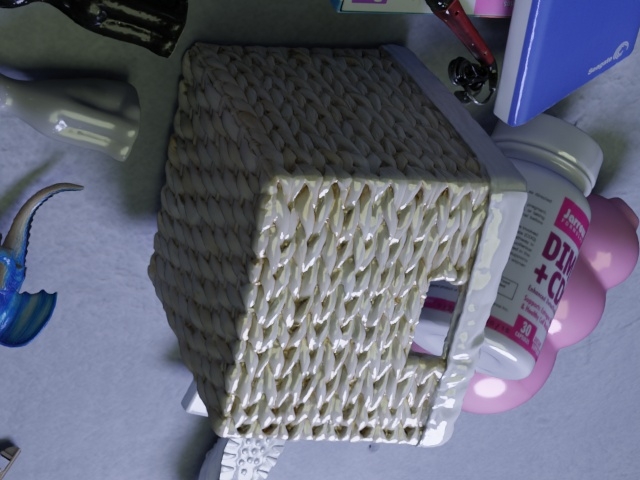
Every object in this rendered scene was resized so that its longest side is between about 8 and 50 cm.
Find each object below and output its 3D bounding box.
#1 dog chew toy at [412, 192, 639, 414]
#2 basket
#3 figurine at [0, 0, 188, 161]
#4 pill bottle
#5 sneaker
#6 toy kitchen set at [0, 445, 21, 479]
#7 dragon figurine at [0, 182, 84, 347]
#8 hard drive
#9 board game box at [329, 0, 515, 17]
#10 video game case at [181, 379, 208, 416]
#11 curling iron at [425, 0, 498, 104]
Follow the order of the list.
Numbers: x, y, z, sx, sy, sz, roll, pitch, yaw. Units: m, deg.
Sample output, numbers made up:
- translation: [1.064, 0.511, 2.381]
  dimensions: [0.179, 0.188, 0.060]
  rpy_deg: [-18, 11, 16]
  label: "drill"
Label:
- translation: [0.266, 0.068, 1.659]
  dimensions: [0.332, 0.206, 0.206]
  rpy_deg: [-40, 136, 4]
  label: "dog chew toy"
- translation: [0.000, 0.000, 1.344]
  dimensions: [0.266, 0.331, 0.328]
  rpy_deg: [0, 122, -23]
  label: "basket"
- translation: [-0.263, -0.184, 1.255]
  dimensions: [0.209, 0.092, 0.215]
  rpy_deg: [13, 126, -24]
  label: "figurine"
- translation: [0.217, 0.003, 1.507]
  dimensions: [0.160, 0.160, 0.283]
  rpy_deg: [39, 68, -44]
  label: "pill bottle"
- translation: [-0.118, 0.294, 1.776]
  dimensions: [0.090, 0.095, 0.235]
  rpy_deg: [18, 102, -30]
  label: "sneaker"
- translation: [-0.429, 0.273, 1.648]
  dimensions: [0.068, 0.075, 0.083]
  rpy_deg: [-56, 180, -20]
  label: "toy kitchen set"
- translation: [-0.349, 0.060, 1.423]
  dimensions: [0.289, 0.085, 0.144]
  rpy_deg: [-49, 137, -9]
  label: "dragon figurine"
- translation: [0.285, -0.287, 1.363]
  dimensions: [0.210, 0.040, 0.318]
  rpy_deg: [-33, 148, -27]
  label: "hard drive"
- translation: [0.151, -0.370, 1.276]
  dimensions: [0.242, 0.064, 0.316]
  rpy_deg: [-2, 132, -24]
  label: "board game box"
- translation: [-0.043, 0.140, 1.668]
  dimensions: [0.206, 0.026, 0.227]
  rpy_deg: [17, 109, -36]
  label: "video game case"
- translation: [0.123, -0.227, 1.309]
  dimensions: [0.035, 0.068, 0.274]
  rpy_deg: [4, 150, 30]
  label: "curling iron"
